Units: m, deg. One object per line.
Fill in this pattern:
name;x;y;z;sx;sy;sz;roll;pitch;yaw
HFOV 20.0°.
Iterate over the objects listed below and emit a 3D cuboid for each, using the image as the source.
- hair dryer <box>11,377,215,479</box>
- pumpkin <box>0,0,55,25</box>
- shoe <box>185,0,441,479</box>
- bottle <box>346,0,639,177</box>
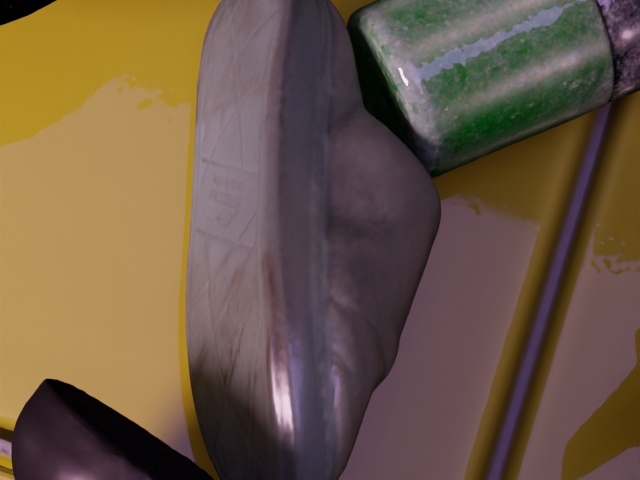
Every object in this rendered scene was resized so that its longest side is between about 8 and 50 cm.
hair dryer;-0.201;0.160;0.736;0.320;0.156;0.284;-44;97;-5
pumpkin;-0.182;-0.224;0.778;0.248;0.248;0.248;1;79;-7
shoe;0.000;0.000;0.811;0.100;0.103;0.251;7;68;-28
bottle;0.174;-0.132;0.866;0.330;0.093;0.093;-24;83;-11
